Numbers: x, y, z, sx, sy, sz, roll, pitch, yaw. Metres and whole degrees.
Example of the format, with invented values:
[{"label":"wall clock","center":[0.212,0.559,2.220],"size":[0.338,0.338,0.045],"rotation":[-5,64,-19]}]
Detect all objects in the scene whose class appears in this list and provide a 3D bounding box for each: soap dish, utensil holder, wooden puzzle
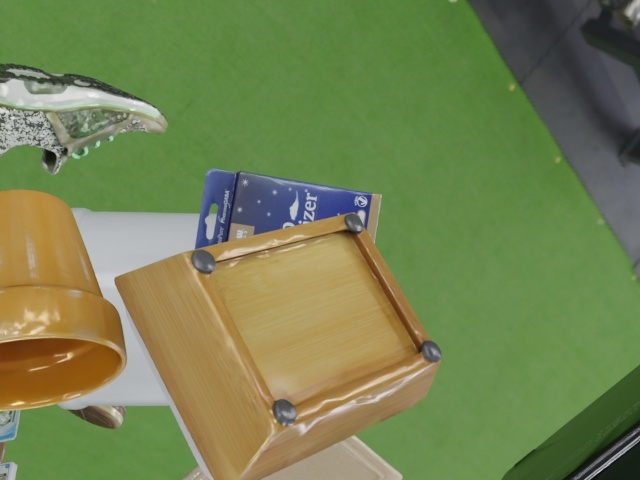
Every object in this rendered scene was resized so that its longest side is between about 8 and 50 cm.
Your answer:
[{"label":"soap dish","center":[-0.028,0.093,0.949],"size":[0.290,0.229,0.118],"rotation":[-14,159,-45]},{"label":"utensil holder","center":[-0.220,0.107,1.546],"size":[0.385,0.328,0.328],"rotation":[-1,124,-1]},{"label":"wooden puzzle","center":[-0.042,0.321,1.274],"size":[0.221,0.044,0.238],"rotation":[-43,114,10]}]

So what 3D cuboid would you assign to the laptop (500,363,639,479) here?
[{"label":"laptop","center":[0.328,0.230,0.769],"size":[0.382,0.236,0.408],"rotation":[-44,169,18]}]

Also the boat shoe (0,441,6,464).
[{"label":"boat shoe","center":[-0.652,0.296,1.629],"size":[0.122,0.110,0.341],"rotation":[-47,140,-30]}]

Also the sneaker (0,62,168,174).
[{"label":"sneaker","center":[-0.471,-0.215,1.794],"size":[0.410,0.158,0.182],"rotation":[3,110,-49]}]

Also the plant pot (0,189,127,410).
[{"label":"plant pot","center":[-0.320,0.057,1.010],"size":[0.205,0.188,0.205],"rotation":[-11,154,-6]}]

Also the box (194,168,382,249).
[{"label":"box","center":[-0.042,-0.009,1.209],"size":[0.225,0.036,0.137],"rotation":[9,89,-10]}]

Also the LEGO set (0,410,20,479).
[{"label":"LEGO set","center":[-0.489,0.288,1.318],"size":[0.182,0.244,0.060],"rotation":[-13,139,10]}]

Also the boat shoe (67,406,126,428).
[{"label":"boat shoe","center":[-0.503,0.246,1.885],"size":[0.123,0.342,0.123],"rotation":[-50,152,-27]}]
